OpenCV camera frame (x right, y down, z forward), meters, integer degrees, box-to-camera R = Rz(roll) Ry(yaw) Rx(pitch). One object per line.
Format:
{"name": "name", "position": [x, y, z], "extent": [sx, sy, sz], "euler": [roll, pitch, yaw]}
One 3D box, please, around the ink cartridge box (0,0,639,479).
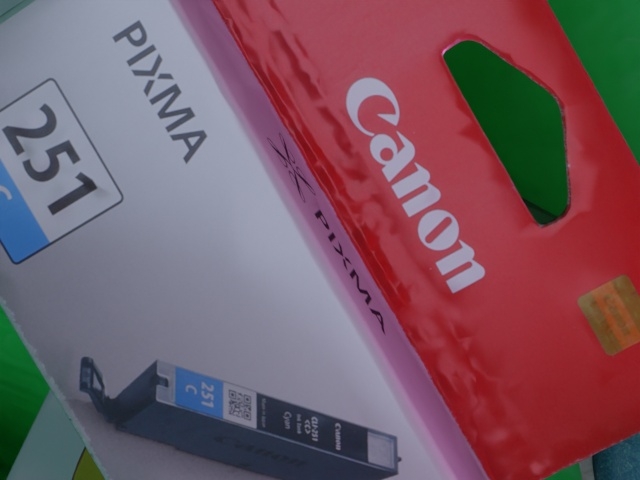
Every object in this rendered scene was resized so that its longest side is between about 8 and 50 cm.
{"name": "ink cartridge box", "position": [0.000, 0.000, 0.521], "extent": [0.261, 0.066, 0.296], "euler": [-30, 94, 14]}

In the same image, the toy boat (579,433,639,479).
{"name": "toy boat", "position": [0.275, 0.088, 0.613], "extent": [0.267, 0.148, 0.318], "euler": [22, 103, 16]}

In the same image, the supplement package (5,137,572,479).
{"name": "supplement package", "position": [-0.015, 0.071, 0.673], "extent": [0.199, 0.198, 0.263], "euler": [29, 104, 4]}

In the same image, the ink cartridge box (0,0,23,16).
{"name": "ink cartridge box", "position": [-0.107, -0.194, 0.726], "extent": [0.190, 0.139, 0.082], "euler": [-35, 81, 19]}
